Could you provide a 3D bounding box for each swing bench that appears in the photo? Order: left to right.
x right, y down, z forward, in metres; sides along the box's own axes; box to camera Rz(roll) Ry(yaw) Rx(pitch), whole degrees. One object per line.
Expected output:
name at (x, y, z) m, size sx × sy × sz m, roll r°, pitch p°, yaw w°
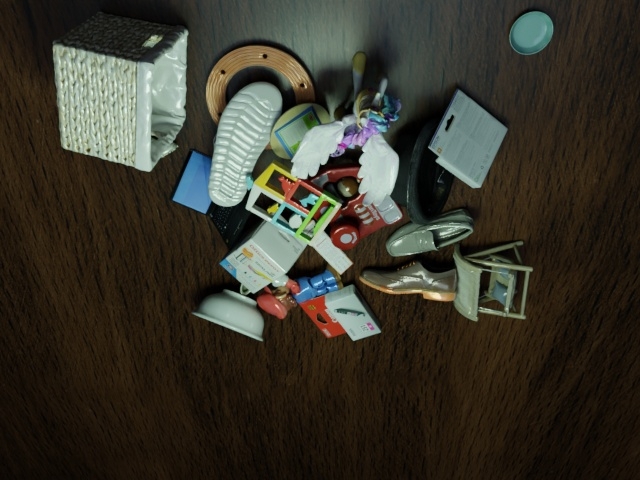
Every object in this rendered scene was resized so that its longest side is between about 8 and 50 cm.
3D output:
swing bench at (0.616, 0.152, 2.069) m, size 0.255 × 0.165 × 0.253 m, roll -4°, pitch 127°, yaw 6°

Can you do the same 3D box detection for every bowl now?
bowl at (-0.335, 0.275, 2.189) m, size 0.298 × 0.134 × 0.298 m, roll 20°, pitch 168°, yaw 4°

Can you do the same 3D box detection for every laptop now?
laptop at (-0.368, -0.136, 1.916) m, size 0.136 × 0.264 × 0.234 m, roll -4°, pitch 138°, yaw -42°

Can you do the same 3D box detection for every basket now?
basket at (-0.547, -0.425, 1.598) m, size 0.266 × 0.328 × 0.331 m, roll 12°, pitch 127°, yaw -1°

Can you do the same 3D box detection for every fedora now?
fedora at (0.300, -0.221, 1.781) m, size 0.152 × 0.334 × 0.334 m, roll 14°, pitch 135°, yaw 35°

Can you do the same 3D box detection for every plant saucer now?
plant saucer at (0.595, -0.589, 1.605) m, size 0.119 × 0.021 × 0.119 m, roll 1°, pitch 127°, yaw 1°

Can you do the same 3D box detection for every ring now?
ring at (-0.183, -0.438, 1.750) m, size 0.337 × 0.032 × 0.336 m, roll 2°, pitch 127°, yaw 2°

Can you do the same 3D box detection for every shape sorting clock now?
shape sorting clock at (-0.063, -0.339, 1.759) m, size 0.206 × 0.040 × 0.206 m, roll -20°, pitch 145°, yaw -15°

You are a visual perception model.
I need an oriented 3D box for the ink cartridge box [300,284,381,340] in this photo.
ink cartridge box at (0.079, 0.306, 2.252) m, size 0.239 × 0.060 × 0.275 m, roll -21°, pitch 132°, yaw 16°

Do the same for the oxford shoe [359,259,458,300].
oxford shoe at (0.326, 0.128, 2.099) m, size 0.364 × 0.130 × 0.132 m, roll 7°, pitch 104°, yaw 11°

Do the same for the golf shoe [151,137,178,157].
golf shoe at (-0.557, -0.310, 1.843) m, size 0.176 × 0.069 × 0.086 m, roll -9°, pitch 120°, yaw 8°

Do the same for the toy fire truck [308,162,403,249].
toy fire truck at (0.108, -0.135, 1.883) m, size 0.254 × 0.169 × 0.302 m, roll -29°, pitch 121°, yaw 12°

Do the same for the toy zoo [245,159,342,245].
toy zoo at (-0.104, -0.124, 1.775) m, size 0.293 × 0.030 × 0.192 m, roll 31°, pitch 122°, yaw -9°

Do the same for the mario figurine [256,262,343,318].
mario figurine at (-0.089, 0.163, 2.118) m, size 0.320 × 0.170 × 0.198 m, roll -21°, pitch 110°, yaw -6°

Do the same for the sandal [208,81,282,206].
sandal at (-0.256, -0.306, 1.763) m, size 0.169 × 0.102 × 0.416 m, roll 19°, pitch 111°, yaw -23°

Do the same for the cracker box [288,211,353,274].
cracker box at (0.000, 0.000, 1.984) m, size 0.067 × 0.156 × 0.232 m, roll -42°, pitch 117°, yaw 1°

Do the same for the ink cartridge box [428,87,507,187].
ink cartridge box at (0.441, -0.309, 1.724) m, size 0.224 × 0.045 × 0.223 m, roll 33°, pitch 77°, yaw -20°

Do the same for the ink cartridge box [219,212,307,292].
ink cartridge box at (-0.197, 0.041, 1.964) m, size 0.171 × 0.168 × 0.233 m, roll 44°, pitch 138°, yaw -12°

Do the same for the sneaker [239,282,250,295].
sneaker at (-0.242, 0.139, 2.147) m, size 0.064 × 0.086 × 0.192 m, roll 35°, pitch 120°, yaw -21°

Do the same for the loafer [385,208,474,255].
loafer at (0.380, -0.015, 1.988) m, size 0.319 × 0.111 × 0.112 m, roll -24°, pitch 122°, yaw 19°

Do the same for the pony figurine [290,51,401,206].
pony figurine at (0.100, -0.320, 1.616) m, size 0.303 × 0.363 × 0.351 m, roll 15°, pitch 126°, yaw -9°
